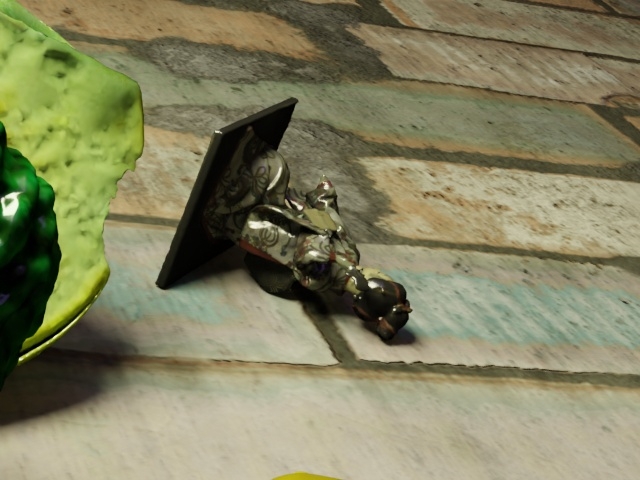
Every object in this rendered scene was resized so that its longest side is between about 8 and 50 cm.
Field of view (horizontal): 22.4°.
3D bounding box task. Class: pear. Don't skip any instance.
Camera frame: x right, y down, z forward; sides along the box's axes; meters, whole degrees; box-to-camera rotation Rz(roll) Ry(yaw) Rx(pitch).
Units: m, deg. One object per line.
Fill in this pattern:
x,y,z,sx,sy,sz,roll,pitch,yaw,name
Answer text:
-0.279,-0.035,1.161,0.176,0.286,0.282,24,-12,-40,pear

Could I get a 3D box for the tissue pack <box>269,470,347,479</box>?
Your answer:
0.029,0.205,0.905,0.178,0.123,0.127,15,22,0,tissue pack

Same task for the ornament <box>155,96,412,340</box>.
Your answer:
0.000,0.000,1.365,0.196,0.153,0.166,31,26,12,ornament

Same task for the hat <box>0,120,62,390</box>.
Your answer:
-0.298,0.071,0.825,0.242,0.274,0.332,34,59,-18,hat
